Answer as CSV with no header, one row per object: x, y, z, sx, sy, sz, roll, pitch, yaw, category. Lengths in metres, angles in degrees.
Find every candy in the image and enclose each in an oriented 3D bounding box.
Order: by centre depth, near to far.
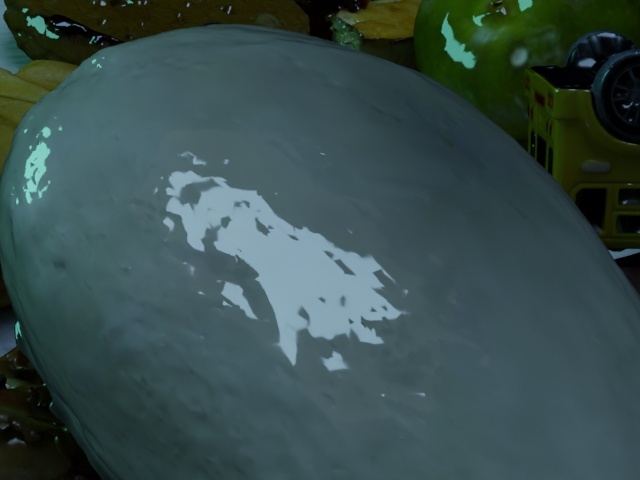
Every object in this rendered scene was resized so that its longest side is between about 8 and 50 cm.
0.049,0.052,0.725,0.386,0.186,0.427,1,45,-50,candy

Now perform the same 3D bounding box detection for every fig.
0.206,-0.176,1.410,0.233,0.233,0.314,15,-3,9,fig

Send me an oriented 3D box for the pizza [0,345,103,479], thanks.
-0.080,0.093,0.807,0.306,0.085,0.161,-2,27,-30,pizza

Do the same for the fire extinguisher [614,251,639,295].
0.242,0.041,1.081,0.268,0.072,0.089,-13,-4,-41,fire extinguisher

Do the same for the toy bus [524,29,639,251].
0.316,-0.067,1.056,0.331,0.151,0.145,1,12,-1,toy bus

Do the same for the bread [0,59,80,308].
-0.229,-0.032,0.960,0.167,0.132,0.294,20,27,34,bread

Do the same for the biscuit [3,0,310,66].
-0.157,-0.207,1.427,0.296,0.075,0.296,9,30,-6,biscuit

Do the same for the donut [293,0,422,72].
0.043,-0.205,1.496,0.141,0.085,0.217,2,27,-21,donut
